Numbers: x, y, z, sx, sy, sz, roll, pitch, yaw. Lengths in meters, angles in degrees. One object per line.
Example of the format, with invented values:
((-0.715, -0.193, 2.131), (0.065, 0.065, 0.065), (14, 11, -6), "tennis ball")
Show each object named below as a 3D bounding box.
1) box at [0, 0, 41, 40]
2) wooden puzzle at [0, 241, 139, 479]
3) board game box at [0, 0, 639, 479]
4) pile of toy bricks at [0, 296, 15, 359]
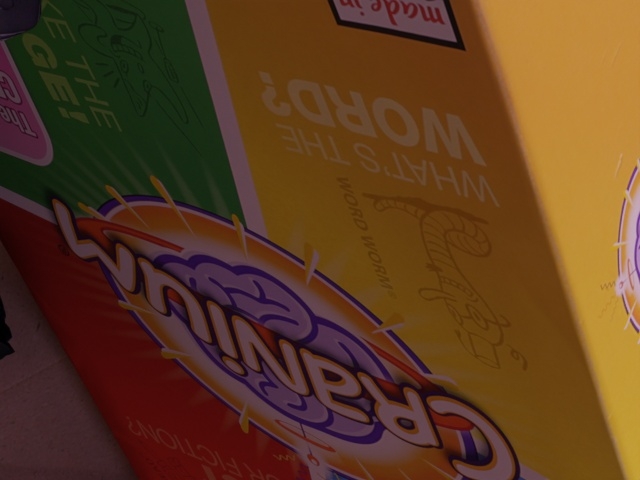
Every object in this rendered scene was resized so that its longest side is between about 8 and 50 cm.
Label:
((-0.130, -0.149, 0.311), (0.108, 0.153, 0.207), (-22, 133, -41), "box")
((-0.177, 0.198, 0.574), (0.322, 0.080, 0.348), (-29, 118, -36), "wooden puzzle")
((0.000, 0.000, 0.458), (0.064, 0.242, 0.316), (-46, 131, -28), "board game box")
((-0.150, 0.048, 0.461), (0.105, 0.212, 0.118), (-23, 158, 5), "pile of toy bricks")
